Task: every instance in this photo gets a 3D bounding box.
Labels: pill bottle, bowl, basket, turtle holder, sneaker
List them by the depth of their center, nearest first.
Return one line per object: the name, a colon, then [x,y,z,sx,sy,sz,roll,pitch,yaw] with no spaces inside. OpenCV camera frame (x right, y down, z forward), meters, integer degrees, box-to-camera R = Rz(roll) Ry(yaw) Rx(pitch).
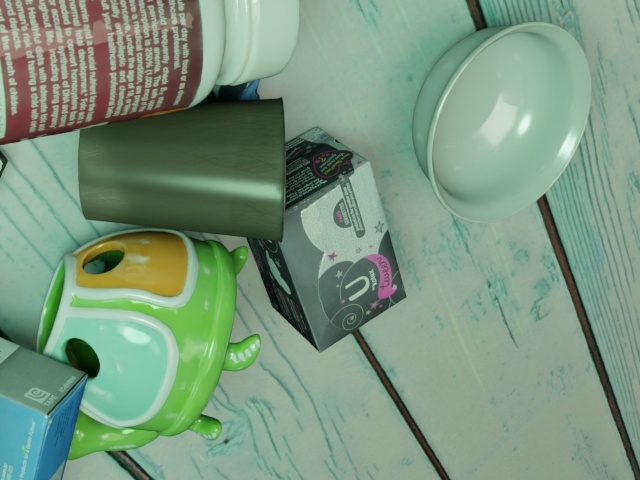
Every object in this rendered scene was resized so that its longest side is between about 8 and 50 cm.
pill bottle: [-0.235,-0.227,0.971,0.392,0.224,0.224,-15,124,-27]
basket: [-0.157,-0.085,1.112,0.226,0.204,0.154,0,126,-6]
turtle holder: [-0.234,0.123,1.200,0.227,0.243,0.320,14,147,-24]
sneaker: [-0.098,-0.165,1.220,0.059,0.053,0.144,-1,125,-34]
bowl: [0.236,-0.185,1.386,0.297,0.134,0.298,-18,125,-27]

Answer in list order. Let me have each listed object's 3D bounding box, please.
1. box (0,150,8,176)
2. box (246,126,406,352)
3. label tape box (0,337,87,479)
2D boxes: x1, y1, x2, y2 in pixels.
box: [-0.399,-0.083,1.054,0.083,0.052,0.062,21,101,-40]
box: [0.000,0.000,1.322,0.163,0.142,0.247,-31,130,-16]
label tape box: [-0.457,0.207,1.096,0.333,0.106,0.241,21,115,4]
